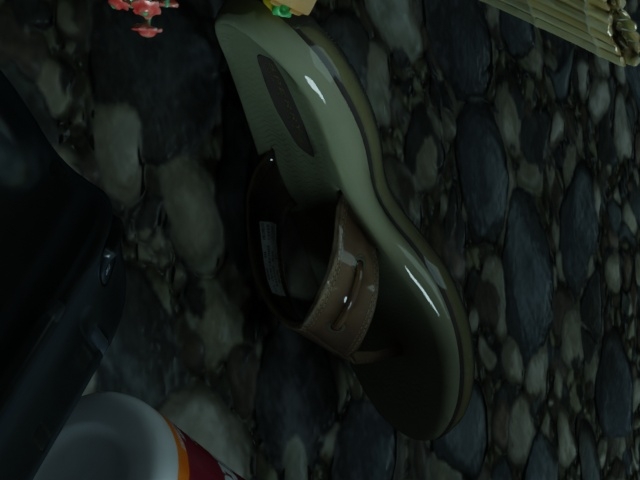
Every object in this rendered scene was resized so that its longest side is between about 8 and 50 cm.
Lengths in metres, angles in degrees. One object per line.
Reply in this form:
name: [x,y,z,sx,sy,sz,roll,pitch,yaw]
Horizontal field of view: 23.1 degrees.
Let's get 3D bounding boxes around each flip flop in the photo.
flip flop: [0.000,0.000,0.816,0.080,0.112,0.277,-41,129,-24]

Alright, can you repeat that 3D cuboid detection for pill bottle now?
pill bottle: [-0.066,0.134,0.691,0.152,0.086,0.086,48,47,-49]

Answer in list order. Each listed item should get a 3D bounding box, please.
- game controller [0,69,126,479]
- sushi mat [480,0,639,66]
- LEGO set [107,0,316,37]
game controller: [-0.173,0.062,0.551,0.166,0.067,0.319,51,43,-26]
sushi mat: [0.068,-0.192,0.807,0.019,0.316,0.151,-21,115,-13]
LEGO set: [-0.105,-0.127,0.621,0.287,0.132,0.107,34,69,-65]
